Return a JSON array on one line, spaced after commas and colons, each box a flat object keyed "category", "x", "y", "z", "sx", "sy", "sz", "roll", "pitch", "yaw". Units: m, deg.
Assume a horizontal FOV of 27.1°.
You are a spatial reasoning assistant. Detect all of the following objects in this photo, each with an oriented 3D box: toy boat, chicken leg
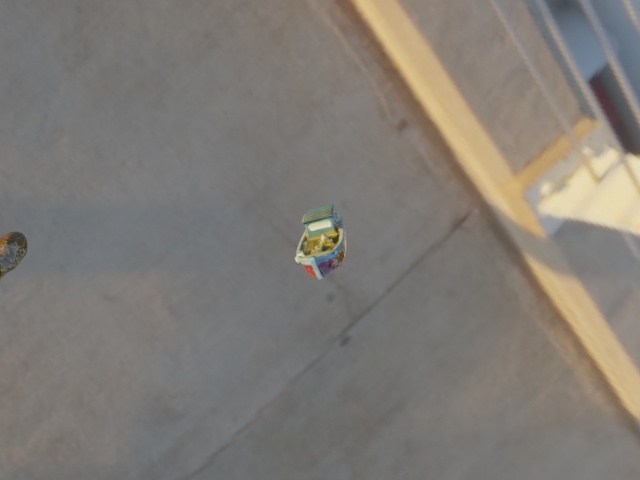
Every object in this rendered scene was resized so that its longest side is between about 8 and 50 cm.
[{"category": "toy boat", "x": 0.000, "y": 0.000, "z": 1.914, "sx": 0.069, "sy": 0.173, "sz": 0.058, "roll": -13, "pitch": 115, "yaw": 13}, {"category": "chicken leg", "x": -0.386, "y": 0.062, "z": 1.485, "sx": 0.069, "sy": 0.198, "sz": 0.085, "roll": 40, "pitch": 141, "yaw": -10}]
